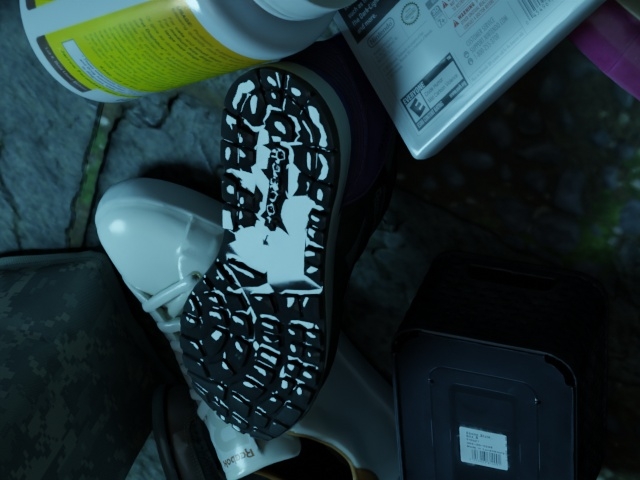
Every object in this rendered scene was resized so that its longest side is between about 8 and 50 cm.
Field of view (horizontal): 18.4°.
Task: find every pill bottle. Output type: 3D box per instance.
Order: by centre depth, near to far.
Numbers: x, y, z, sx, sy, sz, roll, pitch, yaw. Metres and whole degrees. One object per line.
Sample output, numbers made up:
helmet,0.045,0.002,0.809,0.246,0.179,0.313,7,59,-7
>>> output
pill bottle,-0.069,-0.151,1.119,0.215,0.117,0.117,-9,124,48

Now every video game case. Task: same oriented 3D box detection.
video game case,0.070,-0.165,1.076,0.190,0.022,0.173,-43,71,44

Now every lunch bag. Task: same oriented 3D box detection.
lunch bag,-0.287,0.144,1.423,0.287,0.235,0.169,-4,128,29

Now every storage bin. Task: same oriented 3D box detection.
storage bin,0.120,0.107,1.299,0.122,0.084,0.180,10,130,18

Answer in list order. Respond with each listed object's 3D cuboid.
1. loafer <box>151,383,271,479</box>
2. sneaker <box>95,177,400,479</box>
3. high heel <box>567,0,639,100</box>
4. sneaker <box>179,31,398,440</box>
loafer,-0.049,0.198,1.470,0.084,0.096,0.267,-12,131,10
sneaker,-0.052,0.083,1.337,0.290,0.123,0.106,45,135,-13
high heel,0.185,-0.098,1.107,0.117,0.082,0.244,-1,138,49
sneaker,0.000,0.000,1.228,0.107,0.124,0.283,32,130,21
